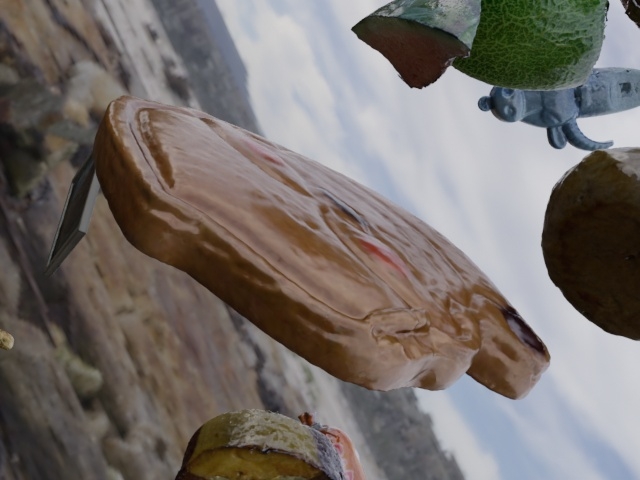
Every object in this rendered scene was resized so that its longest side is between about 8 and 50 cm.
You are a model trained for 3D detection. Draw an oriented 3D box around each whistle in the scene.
[{"bbox_3d":[0.371,-0.219,1.792,0.093,0.269,0.180,-84,167,-85],"label":"whistle"}]

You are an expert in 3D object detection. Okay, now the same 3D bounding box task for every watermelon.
[{"bbox_3d":[0.099,-0.181,0.995,0.080,0.101,0.155,58,-5,-6],"label":"watermelon"}]

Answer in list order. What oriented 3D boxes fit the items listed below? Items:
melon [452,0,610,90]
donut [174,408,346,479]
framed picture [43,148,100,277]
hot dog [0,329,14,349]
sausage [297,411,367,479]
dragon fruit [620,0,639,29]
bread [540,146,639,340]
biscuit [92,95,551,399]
[{"bbox_3d":[0.187,-0.280,1.215,0.129,0.169,0.265,149,-74,-77],"label":"melon"},{"bbox_3d":[-0.056,0.239,1.198,0.184,0.166,0.073,27,42,-23],"label":"donut"},{"bbox_3d":[-0.380,-0.057,1.862,0.250,0.016,0.184,-33,-139,60],"label":"framed picture"},{"bbox_3d":[-0.467,0.108,1.555,0.137,0.028,0.044,25,-14,-2],"label":"hot dog"},{"bbox_3d":[0.030,0.355,1.456,0.093,0.093,0.312,-137,-150,-79],"label":"sausage"},{"bbox_3d":[0.450,-0.279,1.393,0.148,0.219,0.223,78,17,-46],"label":"dragon fruit"},{"bbox_3d":[0.342,0.000,1.231,0.230,0.123,0.230,21,-43,21],"label":"bread"},{"bbox_3d":[0.000,-0.001,0.996,0.350,0.078,0.455,39,15,33],"label":"biscuit"}]
